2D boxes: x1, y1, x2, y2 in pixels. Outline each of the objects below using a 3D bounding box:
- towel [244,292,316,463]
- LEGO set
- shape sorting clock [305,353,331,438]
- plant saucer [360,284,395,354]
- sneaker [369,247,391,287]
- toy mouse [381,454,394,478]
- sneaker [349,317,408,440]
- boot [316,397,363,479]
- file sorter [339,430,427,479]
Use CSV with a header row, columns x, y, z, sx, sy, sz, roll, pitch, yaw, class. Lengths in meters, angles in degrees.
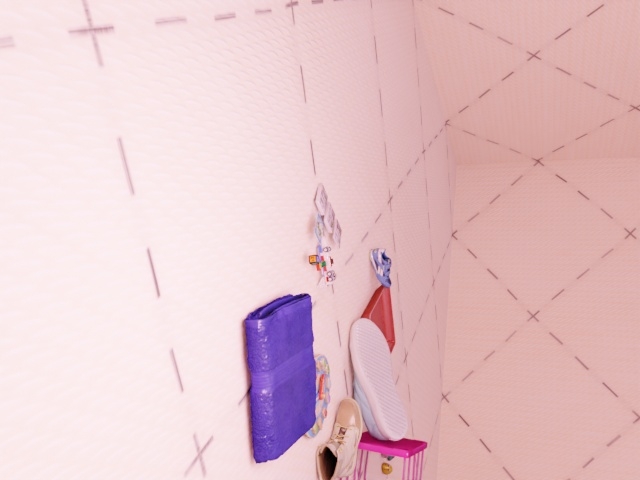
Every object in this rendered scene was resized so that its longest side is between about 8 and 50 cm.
x,y,z,sx,sy,sz,roll,pitch,yaw,class
-0.087,0.280,1.257,0.227,0.076,0.309,-17,106,-61,towel
0.000,0.000,1.536,0.244,0.060,0.183,-82,156,-44,LEGO set
-0.007,0.390,1.497,0.206,0.040,0.206,0,90,-69,shape sorting clock
0.194,0.302,2.014,0.259,0.047,0.259,-48,134,-59,plant saucer
0.214,0.091,2.005,0.144,0.059,0.053,67,24,-9,sneaker
0.252,0.781,2.188,0.161,0.031,0.143,64,33,-49,toy mouse
0.138,0.426,1.801,0.135,0.150,0.366,-3,72,-37,sneaker
0.050,0.535,1.600,0.165,0.077,0.213,27,68,-65,boot
0.189,0.694,1.795,0.290,0.202,0.183,32,63,-66,file sorter
